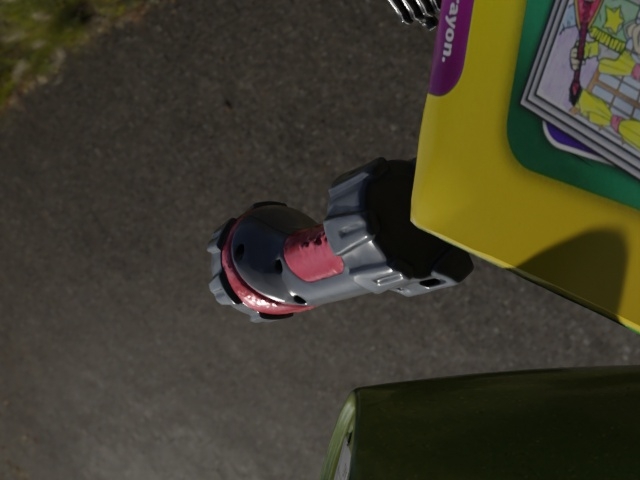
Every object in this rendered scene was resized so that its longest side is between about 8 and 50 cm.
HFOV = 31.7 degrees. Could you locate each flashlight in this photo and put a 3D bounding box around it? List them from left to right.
[{"bbox_3d":[0.000,0.000,0.846,0.304,0.103,0.103,155,116,-67],"label":"flashlight"}]

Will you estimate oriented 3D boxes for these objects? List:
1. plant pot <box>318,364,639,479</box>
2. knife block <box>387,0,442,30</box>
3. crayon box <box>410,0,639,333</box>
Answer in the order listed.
[{"bbox_3d":[0.141,0.166,0.520,0.293,0.275,0.275,14,146,-2],"label":"plant pot"},{"bbox_3d":[0.080,-0.347,1.095,0.088,0.242,0.276,-13,91,36],"label":"knife block"},{"bbox_3d":[0.186,-0.132,0.321,0.313,0.106,0.363,28,115,49],"label":"crayon box"}]
